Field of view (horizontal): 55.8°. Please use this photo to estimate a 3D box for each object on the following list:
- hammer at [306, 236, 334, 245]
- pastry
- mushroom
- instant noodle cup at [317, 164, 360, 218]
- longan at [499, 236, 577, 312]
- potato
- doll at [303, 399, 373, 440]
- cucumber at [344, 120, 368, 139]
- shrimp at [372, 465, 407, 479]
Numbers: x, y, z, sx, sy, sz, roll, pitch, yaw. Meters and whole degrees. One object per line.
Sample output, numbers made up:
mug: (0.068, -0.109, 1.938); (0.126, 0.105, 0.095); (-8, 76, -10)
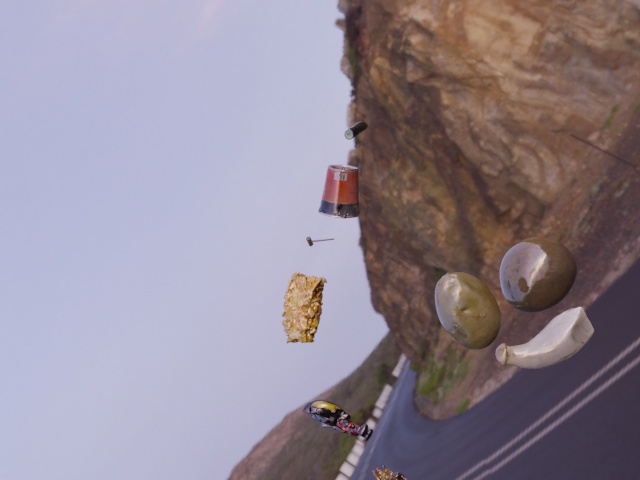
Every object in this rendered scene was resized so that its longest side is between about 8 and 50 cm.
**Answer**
hammer: (0.000, 0.000, 2.303); (0.019, 0.110, 0.035); (-71, -33, -42)
pastry: (-0.067, 0.230, 2.005); (0.102, 0.154, 0.250); (39, -122, -51)
mushroom: (0.618, 0.289, 1.663); (0.270, 0.118, 0.103); (-27, -12, -4)
instant noodle cup: (0.058, -0.142, 1.717); (0.127, 0.127, 0.135); (-30, -53, -63)
longan: (0.657, 0.099, 1.844); (0.246, 0.215, 0.246); (-28, -7, -4)
potato: (0.393, 0.185, 1.625); (0.160, 0.235, 0.178); (-38, 26, 7)
doll: (0.055, 0.603, 2.052); (0.088, 0.249, 0.127); (-47, -41, -39)
cucumber: (0.113, -0.337, 1.826); (0.133, 0.032, 0.032); (-41, -22, -52)
shrimp: (0.181, 0.521, 1.083); (0.145, 0.267, 0.061); (-45, -10, 23)
